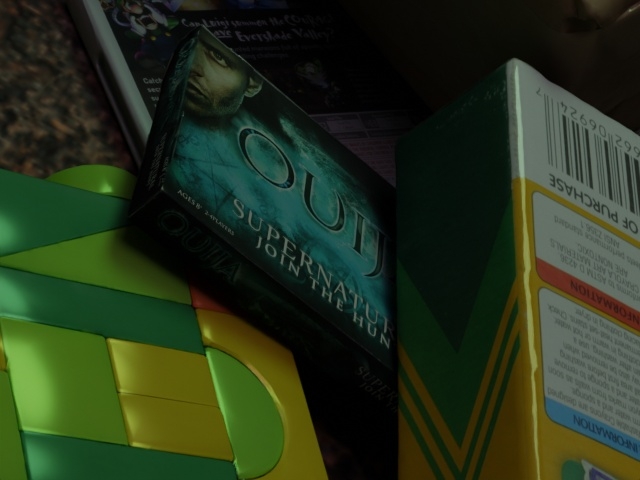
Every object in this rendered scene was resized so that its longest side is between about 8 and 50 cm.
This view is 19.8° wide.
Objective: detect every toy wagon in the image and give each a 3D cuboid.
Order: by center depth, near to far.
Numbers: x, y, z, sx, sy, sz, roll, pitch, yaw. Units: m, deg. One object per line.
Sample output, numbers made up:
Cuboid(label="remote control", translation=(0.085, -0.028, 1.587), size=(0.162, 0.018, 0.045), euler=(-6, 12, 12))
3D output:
Cuboid(label="toy wagon", translation=(-0.142, 0.066, 0.669), size=(0.344, 0.068, 0.267), euler=(15, 45, -39))

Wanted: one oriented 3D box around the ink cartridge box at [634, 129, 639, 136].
Cuboid(label="ink cartridge box", translation=(0.299, -0.045, 1.059), size=(0.385, 0.091, 0.308), euler=(-32, 79, -26))

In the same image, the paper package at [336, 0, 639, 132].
Cuboid(label="paper package", translation=(0.131, -0.233, 0.964), size=(0.309, 0.168, 0.325), euler=(-29, 65, -23))

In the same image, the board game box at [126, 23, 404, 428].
Cuboid(label="board game box", translation=(0.000, 0.000, 0.811), size=(0.186, 0.026, 0.126), euler=(39, 32, -24))

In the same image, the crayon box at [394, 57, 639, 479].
Cuboid(label="crayon box", translation=(0.131, 0.105, 0.776), size=(0.203, 0.083, 0.323), euler=(27, 46, -31))

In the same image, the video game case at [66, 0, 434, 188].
Cuboid(label="video game case", translation=(-0.015, -0.065, 0.926), size=(0.190, 0.022, 0.173), euler=(-6, 57, -33))
